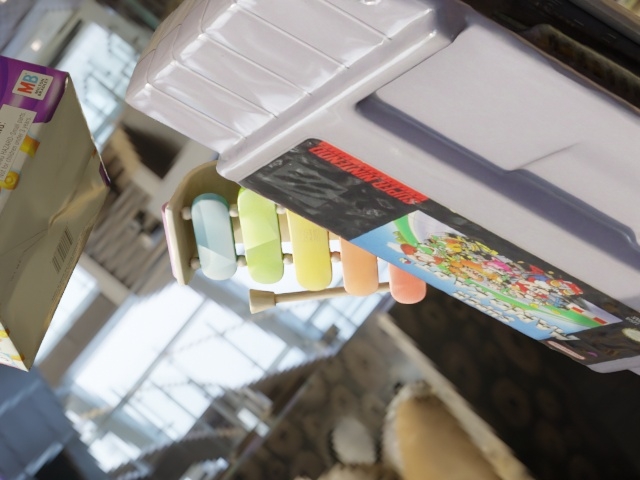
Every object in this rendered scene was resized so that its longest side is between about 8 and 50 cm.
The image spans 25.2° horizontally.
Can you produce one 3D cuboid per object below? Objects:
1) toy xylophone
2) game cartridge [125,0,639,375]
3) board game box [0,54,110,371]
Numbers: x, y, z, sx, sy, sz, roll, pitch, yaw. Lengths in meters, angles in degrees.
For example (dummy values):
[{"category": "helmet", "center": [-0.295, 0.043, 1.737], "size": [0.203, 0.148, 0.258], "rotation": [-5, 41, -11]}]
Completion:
[{"category": "toy xylophone", "center": [0.000, 0.000, 1.543], "size": [0.081, 0.322, 0.236], "rotation": [-87, -15, -49]}, {"category": "game cartridge", "center": [0.103, -0.023, 0.642], "size": [0.230, 0.355, 0.068], "rotation": [-30, 36, 60]}, {"category": "board game box", "center": [-0.294, -0.043, 0.889], "size": [0.142, 0.275, 0.144], "rotation": [84, -157, -62]}]
